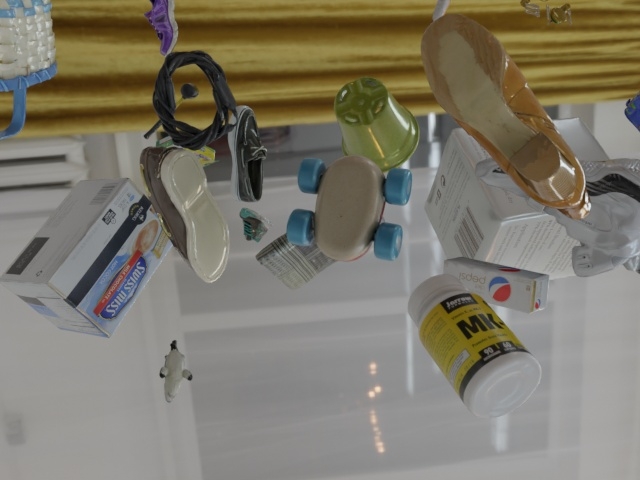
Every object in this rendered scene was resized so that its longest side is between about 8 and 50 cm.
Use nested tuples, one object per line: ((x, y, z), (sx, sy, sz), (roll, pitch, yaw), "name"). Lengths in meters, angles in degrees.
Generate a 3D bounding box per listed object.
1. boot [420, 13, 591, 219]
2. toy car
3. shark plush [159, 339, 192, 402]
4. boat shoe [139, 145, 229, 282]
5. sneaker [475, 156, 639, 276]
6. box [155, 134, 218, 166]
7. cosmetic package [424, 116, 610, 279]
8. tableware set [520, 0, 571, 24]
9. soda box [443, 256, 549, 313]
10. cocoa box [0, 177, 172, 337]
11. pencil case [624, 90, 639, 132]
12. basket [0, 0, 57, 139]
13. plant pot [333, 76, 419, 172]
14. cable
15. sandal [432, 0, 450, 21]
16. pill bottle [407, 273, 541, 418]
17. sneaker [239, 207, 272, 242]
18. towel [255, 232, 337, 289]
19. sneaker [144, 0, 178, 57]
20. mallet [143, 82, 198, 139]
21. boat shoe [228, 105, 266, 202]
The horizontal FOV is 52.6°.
((0.254, -0.157, 0.883), (0.211, 0.104, 0.295), (21, 37, -59), "boot")
((0.079, -0.051, 1.342), (0.238, 0.219, 0.210), (29, 71, -72), "toy car")
((-0.350, 0.294, 1.505), (0.161, 0.073, 0.067), (61, -39, 45), "shark plush")
((-0.272, -0.049, 1.307), (0.116, 0.097, 0.324), (-52, 144, -35), "boat shoe")
((0.460, -0.053, 1.216), (0.137, 0.366, 0.210), (-21, 116, -51), "sneaker")
((-0.414, -0.277, 2.034), (0.179, 0.105, 0.043), (24, 60, -47), "box")
((0.548, -0.096, 1.762), (0.329, 0.394, 0.327), (100, -23, -51), "cosmetic package")
((0.599, -0.628, 1.729), (0.024, 0.154, 0.104), (138, -44, -66), "tableware set")
((0.361, 0.089, 1.351), (0.216, 0.069, 0.073), (13, -75, 46), "soda box")
((-0.580, 0.040, 1.660), (0.228, 0.231, 0.347), (55, 50, -38), "cocoa box")
((0.863, -0.242, 1.584), (0.306, 0.133, 0.119), (62, 23, 4), "pencil case")
((-0.571, -0.296, 1.100), (0.254, 0.201, 0.288), (-75, 178, -68), "basket")
((0.165, -0.396, 2.135), (0.254, 0.276, 0.276), (45, 36, -61), "plant pot")
((-0.237, -0.261, 1.194), (0.184, 0.151, 0.047), (62, 18, 3), "cable")
((0.408, -0.750, 1.916), (0.265, 0.076, 0.102), (-68, -167, -8), "sandal")
((0.220, 0.150, 0.966), (0.208, 0.119, 0.119), (-123, -157, -49), "pill bottle")
((-0.179, -0.035, 1.724), (0.076, 0.065, 0.166), (-62, 160, -4), "sneaker")
((0.000, 0.000, 1.684), (0.056, 0.312, 0.324), (55, 0, 21), "towel")
((-0.391, -0.525, 1.574), (0.068, 0.071, 0.169), (-26, -109, 56), "sneaker")
((-0.386, -0.330, 1.656), (0.039, 0.190, 0.062), (45, 1, -7), "mallet")
((-0.236, -0.293, 2.229), (0.121, 0.119, 0.335), (-20, 114, -52), "boat shoe")
